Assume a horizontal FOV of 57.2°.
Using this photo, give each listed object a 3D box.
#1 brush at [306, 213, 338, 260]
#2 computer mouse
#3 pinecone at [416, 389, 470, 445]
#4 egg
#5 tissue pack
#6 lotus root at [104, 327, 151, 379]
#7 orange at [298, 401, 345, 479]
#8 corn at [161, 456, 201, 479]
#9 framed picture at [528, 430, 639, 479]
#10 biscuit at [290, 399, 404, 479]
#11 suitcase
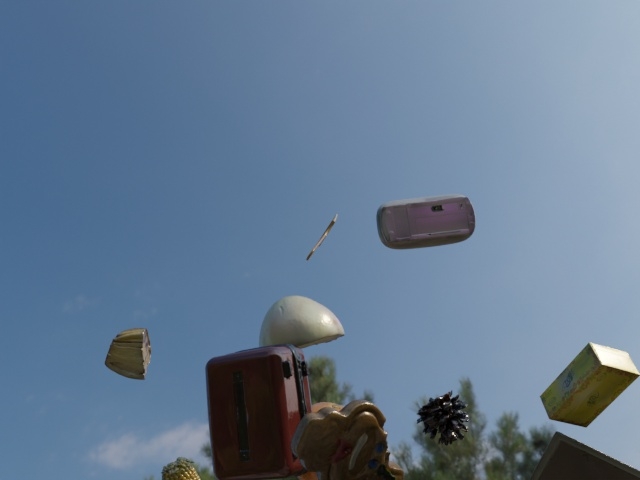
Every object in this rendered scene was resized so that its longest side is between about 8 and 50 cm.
[{"bbox_3d":[0.000,0.000,1.775,0.013,0.272,0.103,33,-65,1],"label":"brush"},{"bbox_3d":[0.256,-0.047,1.434,0.245,0.126,0.056,-8,-7,-5],"label":"computer mouse"},{"bbox_3d":[0.313,0.447,1.476,0.140,0.121,0.140,-28,-16,-9],"label":"pinecone"},{"bbox_3d":[-0.065,0.242,1.749,0.270,0.162,0.206,-13,-14,-21],"label":"egg"},{"bbox_3d":[0.532,0.291,1.169,0.095,0.062,0.176,16,-57,-15],"label":"tissue pack"},{"bbox_3d":[-0.601,0.354,1.871,0.135,0.160,0.095,10,-11,1],"label":"lotus root"},{"bbox_3d":[0.022,0.577,1.655,0.246,0.246,0.246,-9,-49,-11],"label":"orange"},{"bbox_3d":[-0.348,0.719,1.624,0.091,0.091,0.260,-25,-79,29],"label":"corn"},{"bbox_3d":[0.603,0.564,1.267,0.296,0.019,0.232,25,-69,14],"label":"framed picture"},{"bbox_3d":[0.074,0.429,1.183,0.183,0.047,0.320,-43,-58,-12],"label":"biscuit"},{"bbox_3d":[-0.140,0.397,1.360,0.236,0.297,0.161,-15,-15,24],"label":"suitcase"}]
